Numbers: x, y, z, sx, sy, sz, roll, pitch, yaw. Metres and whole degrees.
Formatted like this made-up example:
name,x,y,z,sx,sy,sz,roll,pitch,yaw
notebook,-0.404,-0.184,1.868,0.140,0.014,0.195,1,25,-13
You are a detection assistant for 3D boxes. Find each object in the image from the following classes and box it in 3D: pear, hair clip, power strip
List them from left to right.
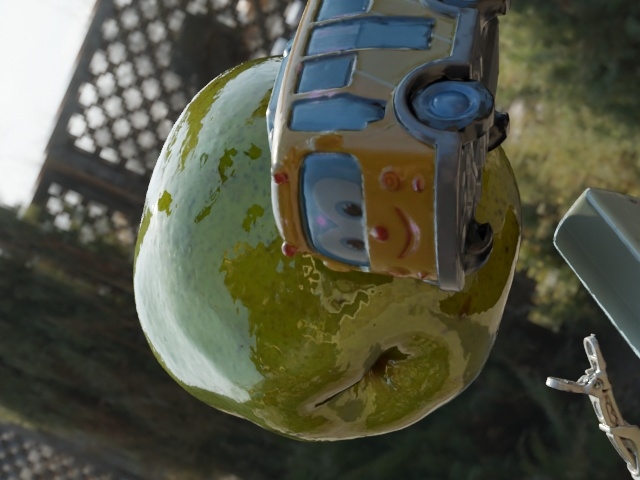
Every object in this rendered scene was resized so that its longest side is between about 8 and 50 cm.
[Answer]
name,x,y,z,sx,sy,sz,roll,pitch,yaw
pear,0.000,0.000,1.055,0.294,0.294,0.294,-156,90,-84
hair clip,0.323,0.211,1.564,0.072,0.226,0.034,-36,12,-8
power strip,0.269,0.081,0.981,0.058,0.098,0.338,-57,42,26

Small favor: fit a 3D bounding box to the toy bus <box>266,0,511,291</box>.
name,x,y,z,sx,sy,sz,roll,pitch,yaw
toy bus,0.040,-0.073,0.864,0.126,0.136,0.209,84,-166,-45
